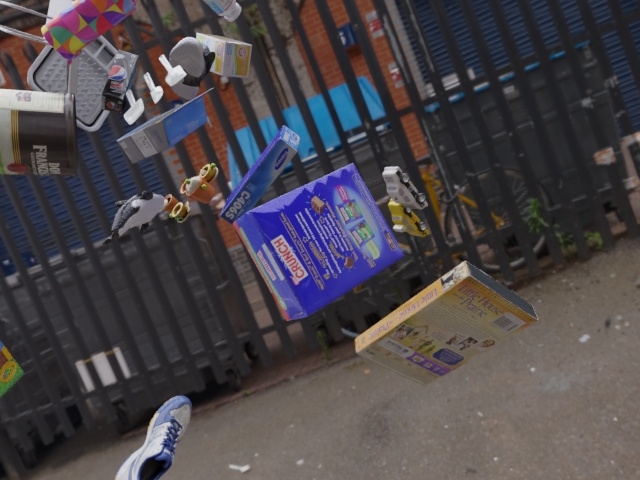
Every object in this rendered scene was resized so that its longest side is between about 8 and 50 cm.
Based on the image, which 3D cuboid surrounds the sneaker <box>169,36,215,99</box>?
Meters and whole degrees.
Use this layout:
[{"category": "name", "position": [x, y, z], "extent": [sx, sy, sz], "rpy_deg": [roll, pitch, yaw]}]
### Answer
[{"category": "sneaker", "position": [-0.377, -0.547, 1.614], "extent": [0.268, 0.101, 0.153], "rpy_deg": [-42, 25, 64]}]

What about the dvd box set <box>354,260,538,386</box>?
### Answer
[{"category": "dvd box set", "position": [0.347, 0.252, 1.531], "extent": [0.420, 0.307, 0.062], "rpy_deg": [-42, 33, 31]}]

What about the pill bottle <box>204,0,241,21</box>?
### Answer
[{"category": "pill bottle", "position": [-0.348, -0.832, 1.860], "extent": [0.087, 0.087, 0.160], "rpy_deg": [-19, -33, 28]}]

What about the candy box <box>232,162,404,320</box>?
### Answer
[{"category": "candy box", "position": [0.000, 0.000, 1.285], "extent": [0.317, 0.268, 0.122], "rpy_deg": [-28, -2, -32]}]

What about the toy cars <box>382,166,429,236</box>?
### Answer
[{"category": "toy cars", "position": [0.297, -0.115, 1.953], "extent": [0.087, 0.176, 0.394], "rpy_deg": [-49, -27, -13]}]

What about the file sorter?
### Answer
[{"category": "file sorter", "position": [-0.738, -0.662, 1.426], "extent": [0.192, 0.278, 0.173], "rpy_deg": [29, 18, 38]}]

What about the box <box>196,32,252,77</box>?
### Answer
[{"category": "box", "position": [-0.334, -0.630, 1.845], "extent": [0.103, 0.114, 0.203], "rpy_deg": [-8, 30, -40]}]

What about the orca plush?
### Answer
[{"category": "orca plush", "position": [-0.637, -0.086, 1.795], "extent": [0.102, 0.151, 0.287], "rpy_deg": [19, 48, 10]}]

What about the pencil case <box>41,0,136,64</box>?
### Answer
[{"category": "pencil case", "position": [-0.554, -0.536, 1.306], "extent": [0.236, 0.104, 0.104], "rpy_deg": [-34, 4, 9]}]

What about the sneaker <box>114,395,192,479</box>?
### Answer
[{"category": "sneaker", "position": [-0.433, 0.575, 1.505], "extent": [0.131, 0.112, 0.296], "rpy_deg": [-9, 42, 46]}]

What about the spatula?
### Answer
[{"category": "spatula", "position": [-0.393, -0.354, 1.245], "extent": [0.168, 0.019, 0.242], "rpy_deg": [-45, 38, 4]}]

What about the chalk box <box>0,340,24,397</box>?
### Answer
[{"category": "chalk box", "position": [-0.887, 0.338, 1.331], "extent": [0.179, 0.289, 0.180], "rpy_deg": [-15, 25, 20]}]

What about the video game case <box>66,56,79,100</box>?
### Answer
[{"category": "video game case", "position": [-0.753, -0.546, 1.646], "extent": [0.026, 0.206, 0.227], "rpy_deg": [1, -40, -27]}]

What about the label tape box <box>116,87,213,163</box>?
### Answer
[{"category": "label tape box", "position": [-0.538, -0.413, 1.969], "extent": [0.333, 0.106, 0.241], "rpy_deg": [-12, 27, 36]}]

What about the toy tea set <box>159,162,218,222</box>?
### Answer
[{"category": "toy tea set", "position": [-0.571, -0.198, 2.253], "extent": [0.336, 0.124, 0.200], "rpy_deg": [-35, 42, 23]}]

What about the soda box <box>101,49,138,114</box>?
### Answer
[{"category": "soda box", "position": [-0.522, -0.414, 1.414], "extent": [0.053, 0.169, 0.060], "rpy_deg": [13, -32, -15]}]

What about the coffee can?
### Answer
[{"category": "coffee can", "position": [-0.724, -0.253, 1.273], "extent": [0.275, 0.202, 0.201], "rpy_deg": [-1, -2, -22]}]

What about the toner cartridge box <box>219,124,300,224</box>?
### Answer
[{"category": "toner cartridge box", "position": [-0.205, -0.218, 1.845], "extent": [0.348, 0.075, 0.165], "rpy_deg": [-48, 18, 22]}]

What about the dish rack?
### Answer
[{"category": "dish rack", "position": [-0.838, -0.572, 1.883], "extent": [0.072, 0.285, 0.333], "rpy_deg": [-2, 57, 36]}]
